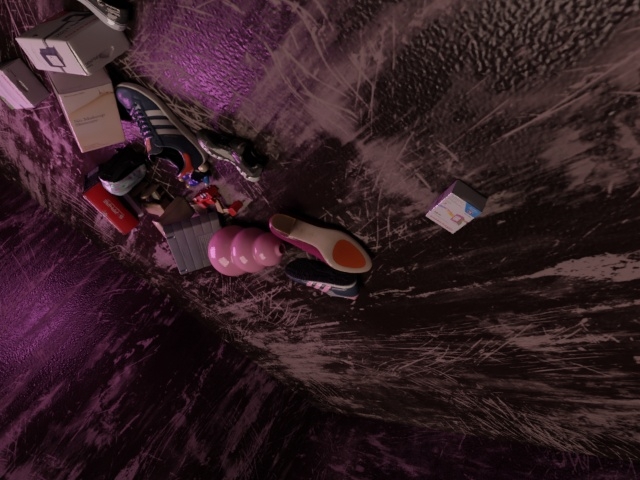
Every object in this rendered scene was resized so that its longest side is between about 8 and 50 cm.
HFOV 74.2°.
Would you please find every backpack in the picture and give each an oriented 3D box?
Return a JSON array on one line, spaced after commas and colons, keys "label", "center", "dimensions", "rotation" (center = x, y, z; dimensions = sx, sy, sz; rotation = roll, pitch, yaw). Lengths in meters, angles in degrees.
[{"label": "backpack", "center": [-0.780, -0.269, 1.674], "dimensions": [0.152, 0.181, 0.115], "rotation": [23, 148, 15]}]

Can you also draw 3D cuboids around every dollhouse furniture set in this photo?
[{"label": "dollhouse furniture set", "center": [-0.701, -0.115, 1.843], "dimensions": [0.242, 0.160, 0.212], "rotation": [12, 144, 32]}]

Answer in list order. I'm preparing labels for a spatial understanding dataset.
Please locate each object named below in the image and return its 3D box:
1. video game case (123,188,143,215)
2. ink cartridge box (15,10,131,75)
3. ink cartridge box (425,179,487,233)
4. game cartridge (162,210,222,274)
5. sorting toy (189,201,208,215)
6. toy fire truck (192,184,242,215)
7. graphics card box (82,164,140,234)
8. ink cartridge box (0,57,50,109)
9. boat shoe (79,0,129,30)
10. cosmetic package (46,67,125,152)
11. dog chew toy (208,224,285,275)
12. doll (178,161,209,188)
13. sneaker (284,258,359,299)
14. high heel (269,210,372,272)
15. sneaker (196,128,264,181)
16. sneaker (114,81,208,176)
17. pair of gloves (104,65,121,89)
[{"label": "video game case", "center": [-0.858, -0.225, 1.871], "dimensions": [0.183, 0.023, 0.201], "rotation": [53, 171, 46]}, {"label": "ink cartridge box", "center": [-0.686, -0.554, 1.182], "dimensions": [0.238, 0.171, 0.100], "rotation": [16, 146, 25]}, {"label": "ink cartridge box", "center": [0.333, -0.080, 1.048], "dimensions": [0.089, 0.052, 0.122], "rotation": [33, 151, -1]}, {"label": "game cartridge", "center": [-0.530, 0.014, 1.832], "dimensions": [0.068, 0.231, 0.355], "rotation": [59, 159, 25]}, {"label": "sorting toy", "center": [-0.514, -0.135, 1.767], "dimensions": [0.075, 0.044, 0.083], "rotation": [15, 147, 40]}, {"label": "toy fire truck", "center": [-0.399, -0.147, 1.632], "dimensions": [0.192, 0.047, 0.135], "rotation": [-10, 131, 50]}, {"label": "graphics card box", "center": [-0.923, -0.187, 1.863], "dimensions": [0.232, 0.094, 0.371], "rotation": [55, 170, -32]}, {"label": "ink cartridge box", "center": [-1.189, -0.606, 1.650], "dimensions": [0.220, 0.092, 0.160], "rotation": [10, 143, 33]}, {"label": "boat shoe", "center": [-0.584, -0.639, 1.069], "dimensions": [0.228, 0.080, 0.076], "rotation": [42, 131, -10]}, {"label": "cosmetic package", "center": [-0.762, -0.438, 1.397], "dimensions": [0.113, 0.160, 0.309], "rotation": [60, 156, 11]}, {"label": "dog chew toy", "center": [-0.279, 0.037, 1.655], "dimensions": [0.332, 0.206, 0.206], "rotation": [-3, 135, 33]}, {"label": "doll", "center": [-0.461, -0.247, 1.546], "dimensions": [0.129, 0.046, 0.189], "rotation": [45, 148, -23]}, {"label": "sneaker", "center": [0.004, 0.162, 1.645], "dimensions": [0.319, 0.112, 0.131], "rotation": [13, 141, 32]}, {"label": "high heel", "center": [0.000, 0.000, 1.464], "dimensions": [0.378, 0.127, 0.181], "rotation": [30, 179, -4]}, {"label": "sneaker", "center": [-0.265, -0.279, 1.294], "dimensions": [0.234, 0.078, 0.106], "rotation": [35, 147, -12]}, {"label": "sneaker", "center": [-0.538, -0.349, 1.368], "dimensions": [0.350, 0.148, 0.131], "rotation": [42, 149, -15]}, {"label": "pair of gloves", "center": [-0.688, -0.528, 1.383], "dimensions": [0.074, 0.010, 0.083], "rotation": [-2, 136, 44]}]
